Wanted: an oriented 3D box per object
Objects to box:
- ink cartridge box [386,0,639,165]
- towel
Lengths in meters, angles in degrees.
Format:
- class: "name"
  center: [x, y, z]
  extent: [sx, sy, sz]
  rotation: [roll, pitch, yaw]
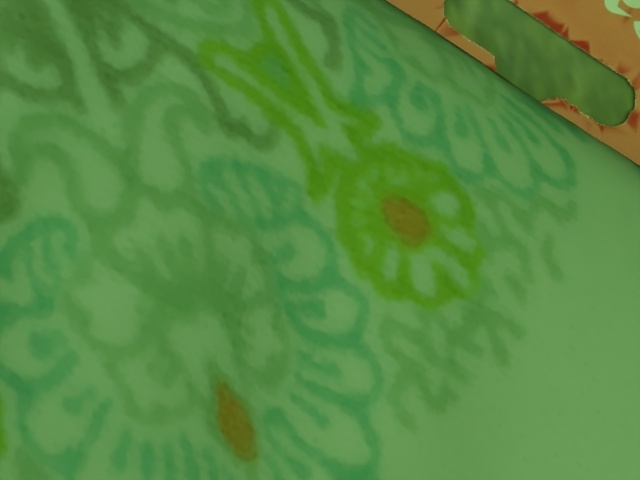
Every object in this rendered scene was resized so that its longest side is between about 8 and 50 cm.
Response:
- class: "ink cartridge box"
  center: [0.117, -0.131, 0.556]
  extent: [0.181, 0.056, 0.224]
  rotation: [33, 89, -2]
- class: "towel"
  center: [0.005, 0.109, 0.417]
  extent: [0.320, 0.090, 0.374]
  rotation: [32, 53, -26]
